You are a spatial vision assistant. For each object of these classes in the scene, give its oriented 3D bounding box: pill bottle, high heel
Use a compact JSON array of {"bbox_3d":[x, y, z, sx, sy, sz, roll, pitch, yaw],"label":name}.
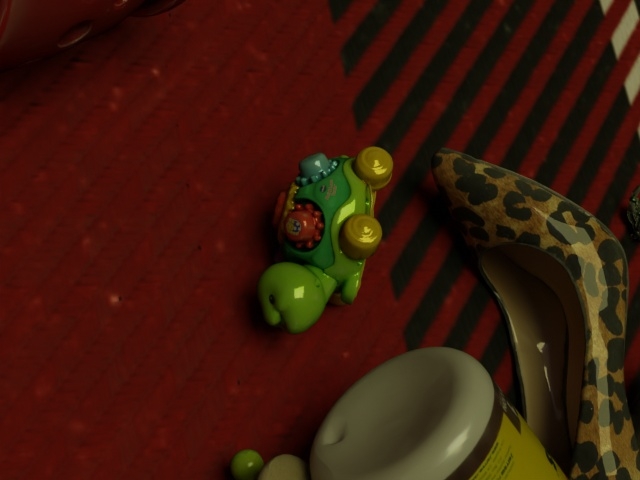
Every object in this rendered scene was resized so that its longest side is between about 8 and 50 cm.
[{"bbox_3d":[0.096,0.171,0.744,0.215,0.117,0.117,52,51,-25],"label":"pill bottle"},{"bbox_3d":[0.135,0.073,0.851,0.261,0.093,0.186,44,62,-6],"label":"high heel"}]

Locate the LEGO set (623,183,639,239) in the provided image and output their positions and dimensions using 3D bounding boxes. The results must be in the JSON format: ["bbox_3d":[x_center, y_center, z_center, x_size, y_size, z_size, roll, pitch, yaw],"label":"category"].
[{"bbox_3d":[0.259,-0.004,1.002,0.054,0.023,0.083,-5,86,-32],"label":"LEGO set"}]

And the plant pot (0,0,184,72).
[{"bbox_3d":[-0.160,-0.195,0.716,0.174,0.191,0.191,-21,82,-45],"label":"plant pot"}]

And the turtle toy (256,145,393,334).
[{"bbox_3d":[0.000,0.000,0.797,0.066,0.095,0.130,14,61,-3],"label":"turtle toy"}]

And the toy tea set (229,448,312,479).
[{"bbox_3d":[-0.043,0.279,0.656,0.200,0.124,0.336,13,56,-61],"label":"toy tea set"}]
